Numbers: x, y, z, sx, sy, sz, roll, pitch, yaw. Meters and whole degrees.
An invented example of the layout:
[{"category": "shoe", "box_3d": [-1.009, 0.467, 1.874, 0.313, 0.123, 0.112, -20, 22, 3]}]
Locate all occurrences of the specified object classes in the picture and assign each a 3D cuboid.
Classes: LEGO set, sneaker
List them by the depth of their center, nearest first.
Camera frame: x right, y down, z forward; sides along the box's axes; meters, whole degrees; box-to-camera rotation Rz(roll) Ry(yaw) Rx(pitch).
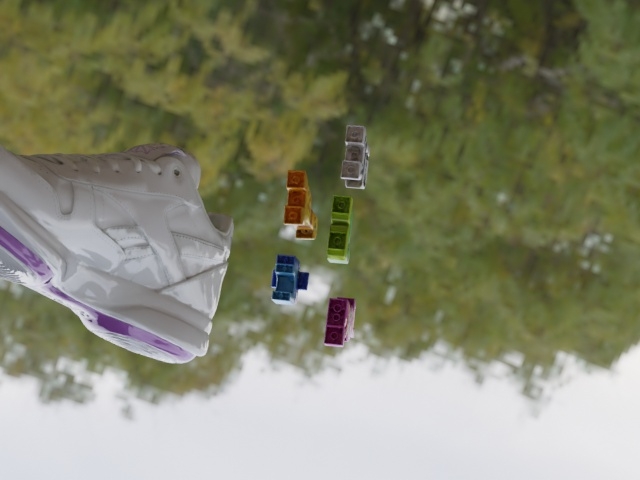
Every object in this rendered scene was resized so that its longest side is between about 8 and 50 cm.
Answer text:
[{"category": "sneaker", "box_3d": [-0.174, -0.026, 1.295, 0.114, 0.152, 0.305, 11, 162, 38]}, {"category": "LEGO set", "box_3d": [0.000, 0.000, 1.836, 0.087, 0.227, 0.093, 5, 169, 10]}]
